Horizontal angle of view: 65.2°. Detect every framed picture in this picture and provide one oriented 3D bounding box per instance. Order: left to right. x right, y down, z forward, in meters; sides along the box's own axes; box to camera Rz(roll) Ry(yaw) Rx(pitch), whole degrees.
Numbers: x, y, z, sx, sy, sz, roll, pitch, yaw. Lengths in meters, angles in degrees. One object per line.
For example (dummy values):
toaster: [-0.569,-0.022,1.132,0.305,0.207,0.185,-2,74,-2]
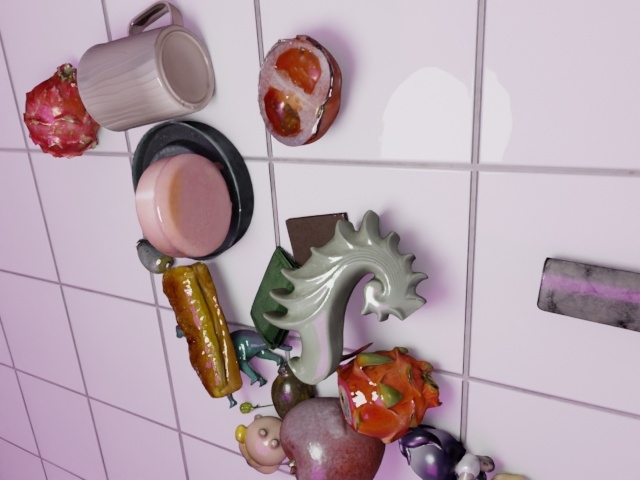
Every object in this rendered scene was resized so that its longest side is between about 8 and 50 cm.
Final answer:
framed picture: [0.000,0.000,1.242,0.168,0.023,0.128,-4,106,31]

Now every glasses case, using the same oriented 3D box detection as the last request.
glasses case: [0.570,0.107,0.930,0.299,0.060,0.114,10,113,26]

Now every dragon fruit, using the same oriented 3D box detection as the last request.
dragon fruit: [-0.736,-0.366,1.431,0.205,0.210,0.268,21,113,3]
dragon fruit: [0.153,0.351,1.174,0.224,0.227,0.224,51,151,45]

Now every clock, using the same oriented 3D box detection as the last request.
clock: [-0.350,-0.135,1.362,0.386,0.076,0.386,11,113,27]

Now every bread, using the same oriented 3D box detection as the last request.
bread: [-0.336,0.250,1.388,0.185,0.109,0.380,-17,91,49]

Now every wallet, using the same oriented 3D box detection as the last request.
wallet: [-0.112,0.151,1.319,0.160,0.055,0.236,47,122,40]

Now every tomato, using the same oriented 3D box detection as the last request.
tomato: [-0.035,-0.325,1.088,0.199,0.112,0.228,41,124,20]

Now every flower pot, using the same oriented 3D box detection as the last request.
flower pot: [0.044,0.122,1.108,0.367,0.164,0.254,-38,77,11]

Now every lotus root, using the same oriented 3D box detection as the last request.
lotus root: [-0.509,0.043,1.520,0.165,0.088,0.088,33,122,27]
lotus root: [-0.077,0.430,1.393,0.120,0.120,0.210,-2,111,31]

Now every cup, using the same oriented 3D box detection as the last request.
cup: [-0.418,-0.421,1.245,0.273,0.288,0.208,-2,143,29]

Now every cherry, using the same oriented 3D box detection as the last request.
cherry: [0.035,0.517,1.260,0.261,0.307,0.221,58,144,39]

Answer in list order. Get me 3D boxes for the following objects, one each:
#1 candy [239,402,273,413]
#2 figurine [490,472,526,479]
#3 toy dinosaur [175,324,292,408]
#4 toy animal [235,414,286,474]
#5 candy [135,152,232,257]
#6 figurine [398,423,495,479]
candy: [-0.198,0.513,1.545,0.123,0.035,0.035,-16,82,26]
figurine: [0.463,0.638,1.169,0.196,0.108,0.114,57,150,-8]
toy dinosaur: [-0.274,0.288,1.473,0.331,0.129,0.383,50,123,16]
toy animal: [-0.159,0.579,1.436,0.165,0.149,0.248,50,161,13]
candy: [-0.309,-0.085,1.170,0.094,0.255,0.255,-5,105,30]
figurine: [0.281,0.523,1.199,0.222,0.145,0.145,6,112,47]
